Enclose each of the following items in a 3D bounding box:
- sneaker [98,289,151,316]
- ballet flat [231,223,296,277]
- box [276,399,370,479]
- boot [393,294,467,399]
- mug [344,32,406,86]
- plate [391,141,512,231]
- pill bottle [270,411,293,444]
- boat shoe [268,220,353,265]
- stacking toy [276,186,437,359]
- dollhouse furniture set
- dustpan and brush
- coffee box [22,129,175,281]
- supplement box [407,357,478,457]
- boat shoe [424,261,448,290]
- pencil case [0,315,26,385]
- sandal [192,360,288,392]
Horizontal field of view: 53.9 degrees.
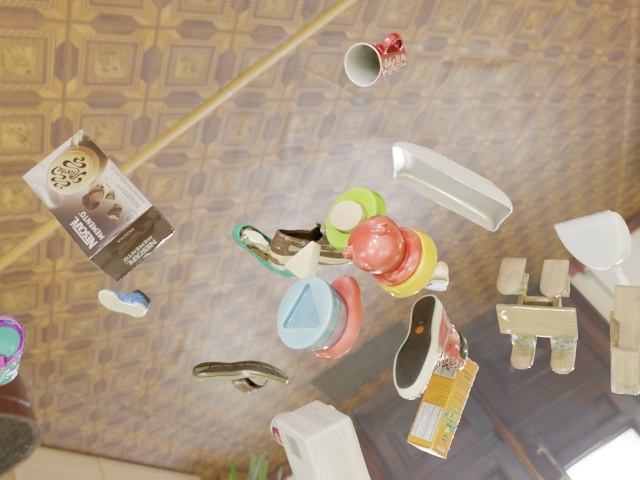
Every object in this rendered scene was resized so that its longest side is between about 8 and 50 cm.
[{"bbox_3d":[-0.592,0.179,1.919,0.084,0.152,0.058,-65,172,-68],"label":"sneaker"},{"bbox_3d":[-0.154,0.033,1.858,0.083,0.247,0.087,-57,-173,-12],"label":"ballet flat"},{"bbox_3d":[0.005,0.482,1.426,0.119,0.181,0.181,-21,-173,-23],"label":"box"},{"bbox_3d":[0.243,0.257,1.310,0.088,0.244,0.176,-17,123,38],"label":"boot"},{"bbox_3d":[0.171,-0.488,1.698,0.150,0.113,0.169,-6,-165,37],"label":"mug"},{"bbox_3d":[0.287,-0.123,1.389,0.045,0.277,0.278,-58,169,-3],"label":"plate"},{"bbox_3d":[-0.103,0.664,2.206,0.121,0.121,0.221,-21,176,-20],"label":"pill bottle"},{"bbox_3d":[0.004,0.004,1.518,0.258,0.095,0.095,-5,119,-30],"label":"boat shoe"},{"bbox_3d":[0.017,0.033,1.114,0.130,0.279,0.309,27,114,-41],"label":"stacking toy"},{"bbox_3d":[0.440,0.165,1.131,0.161,0.242,0.212,-61,142,-42],"label":"dollhouse furniture set"},{"bbox_3d":[0.617,0.036,1.358,0.060,0.211,0.147,-27,-176,-36],"label":"dustpan and brush"},{"bbox_3d":[-0.474,-0.078,1.347,0.168,0.297,0.119,-42,153,-10],"label":"coffee box"},{"bbox_3d":[0.288,0.381,1.475,0.078,0.080,0.233,39,69,-39],"label":"supplement box"},{"bbox_3d":[0.322,0.099,1.730,0.063,0.059,0.170,10,164,1],"label":"boat shoe"},{"bbox_3d":[-0.433,0.152,0.840,0.065,0.070,0.152,17,151,-21],"label":"pencil case"},{"bbox_3d":[-0.253,0.437,1.995,0.303,0.120,0.086,3,96,-9],"label":"sandal"}]
